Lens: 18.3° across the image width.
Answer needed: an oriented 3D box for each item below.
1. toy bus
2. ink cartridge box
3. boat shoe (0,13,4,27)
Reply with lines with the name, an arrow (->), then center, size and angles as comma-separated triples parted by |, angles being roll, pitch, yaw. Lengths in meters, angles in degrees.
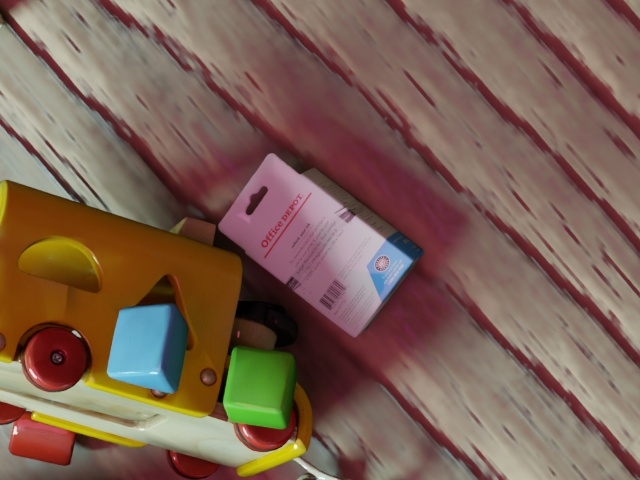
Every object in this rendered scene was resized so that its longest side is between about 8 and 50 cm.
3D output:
toy bus -> -0.076, 0.042, 0.907 | 0.191, 0.202, 0.104 | 3, 69, 22
ink cartridge box -> 0.000, 0.000, 0.923 | 0.083, 0.028, 0.048 | 38, 106, 6
boat shoe -> -0.214, -0.082, 0.961 | 0.137, 0.049, 0.043 | -38, 90, 12
